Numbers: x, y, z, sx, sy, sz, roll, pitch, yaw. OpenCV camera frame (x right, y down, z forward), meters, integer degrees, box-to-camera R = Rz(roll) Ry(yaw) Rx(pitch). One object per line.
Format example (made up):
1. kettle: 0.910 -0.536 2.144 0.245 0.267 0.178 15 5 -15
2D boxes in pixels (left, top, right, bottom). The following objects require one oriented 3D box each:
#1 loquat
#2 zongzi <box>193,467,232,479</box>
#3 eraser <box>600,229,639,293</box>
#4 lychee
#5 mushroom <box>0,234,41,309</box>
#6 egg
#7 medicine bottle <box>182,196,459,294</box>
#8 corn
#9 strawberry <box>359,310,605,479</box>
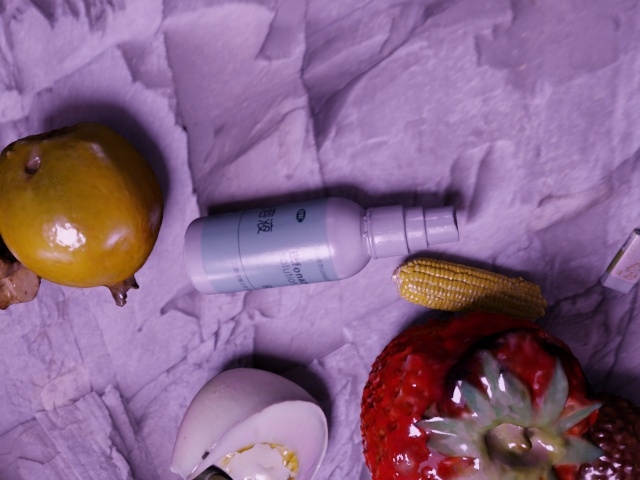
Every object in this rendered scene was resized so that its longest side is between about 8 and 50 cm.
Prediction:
1. loquat: -0.301 -0.026 0.723 0.213 0.213 0.246 -11 113 16
2. zongzi: -0.219 0.474 1.070 0.119 0.055 0.109 22 135 20
3. eraser: 0.403 0.029 0.721 0.038 0.019 0.083 18 120 -1
4. lychee: 0.399 0.302 0.778 0.238 0.200 0.200 -35 107 31
5. mushroom: -0.540 0.016 0.793 0.283 0.195 0.263 9 114 6
6. egg: -0.116 0.295 0.887 0.206 0.162 0.271 -54 136 -2
7. medicine bottle: 0.000 0.000 0.729 0.352 0.110 0.110 -8 117 15
8. corn: 0.198 0.066 0.754 0.206 0.067 0.067 10 120 4
9. strawberry: 0.192 0.233 0.717 0.292 0.310 0.291 0 85 4
